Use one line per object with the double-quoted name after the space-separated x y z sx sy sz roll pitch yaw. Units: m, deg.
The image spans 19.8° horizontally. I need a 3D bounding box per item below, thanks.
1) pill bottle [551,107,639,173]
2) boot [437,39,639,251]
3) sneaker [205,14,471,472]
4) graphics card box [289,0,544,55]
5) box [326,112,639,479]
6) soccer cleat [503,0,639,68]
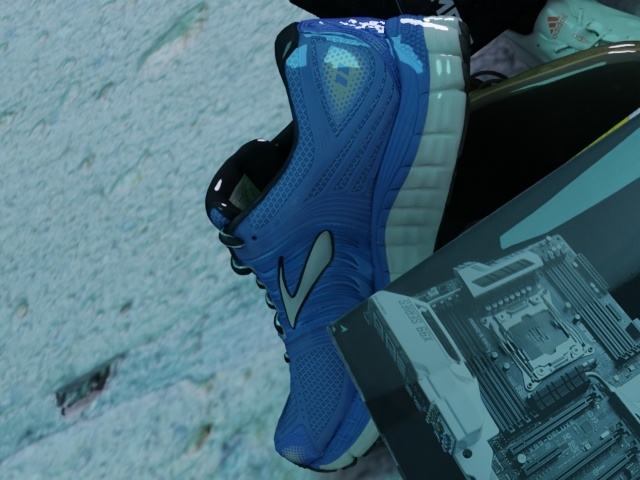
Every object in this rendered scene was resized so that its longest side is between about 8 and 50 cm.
0.174 0.006 1.096 0.215 0.117 0.117 -37 38 17 "pill bottle"
0.115 -0.080 1.235 0.305 0.112 0.115 -25 40 41 "boot"
0.000 0.000 1.160 0.130 0.147 0.330 -78 -2 -60 "sneaker"
0.151 -0.280 1.314 0.371 0.094 0.233 -37 34 -12 "graphics card box"
0.187 0.070 0.971 0.307 0.076 0.242 -34 70 20 "box"
0.185 -0.131 1.240 0.068 0.076 0.196 -55 36 -6 "soccer cleat"
